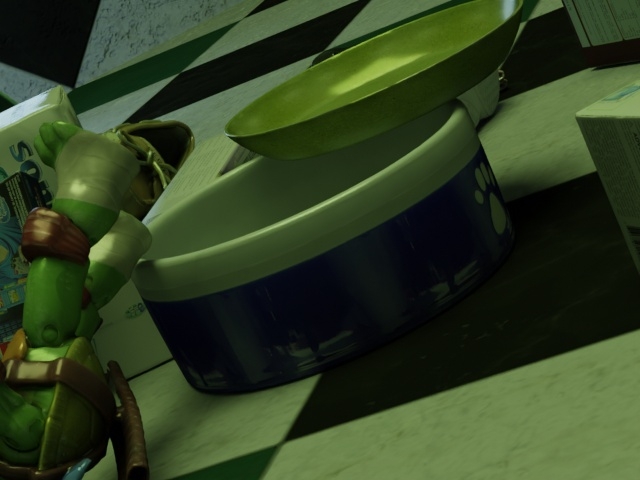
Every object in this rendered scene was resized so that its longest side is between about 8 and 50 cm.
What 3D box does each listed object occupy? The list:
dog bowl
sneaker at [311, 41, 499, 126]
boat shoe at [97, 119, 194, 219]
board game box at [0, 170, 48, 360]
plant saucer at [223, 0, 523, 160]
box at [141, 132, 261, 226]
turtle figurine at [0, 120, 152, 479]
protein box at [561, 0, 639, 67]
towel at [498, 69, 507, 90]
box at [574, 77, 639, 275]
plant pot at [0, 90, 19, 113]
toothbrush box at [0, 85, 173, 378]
[{"bbox_3d":[0.000,0.000,1.342,0.265,0.104,0.265,-23,13,6],"label":"dog bowl"},{"bbox_3d":[0.048,-0.117,1.680,0.153,0.101,0.268,-4,16,30],"label":"sneaker"},{"bbox_3d":[-0.193,-0.084,2.013,0.089,0.104,0.285,-26,12,7],"label":"boat shoe"},{"bbox_3d":[-0.267,0.075,1.342,0.194,0.194,0.060,-19,-6,3],"label":"board game box"},{"bbox_3d":[0.044,-0.115,1.399,0.241,0.037,0.241,-23,14,6],"label":"plant saucer"},{"bbox_3d":[-0.103,-0.034,1.745,0.067,0.063,0.324,-20,14,12],"label":"box"},{"bbox_3d":[-0.221,0.064,1.175,0.274,0.198,0.266,-5,51,37],"label":"turtle figurine"},{"bbox_3d":[0.343,-0.263,1.671,0.200,0.136,0.201,-32,15,-28],"label":"protein box"},{"bbox_3d":[0.091,-0.140,1.881,0.144,0.029,0.197,-27,13,-10],"label":"towel"},{"bbox_3d":[0.271,-0.068,1.099,0.203,0.114,0.103,-28,14,-18],"label":"box"},{"bbox_3d":[-0.390,-0.005,1.771,0.196,0.293,0.293,-49,-2,33],"label":"plant pot"},{"bbox_3d":[-0.284,0.042,1.449,0.295,0.216,0.126,-26,14,0],"label":"toothbrush box"}]
